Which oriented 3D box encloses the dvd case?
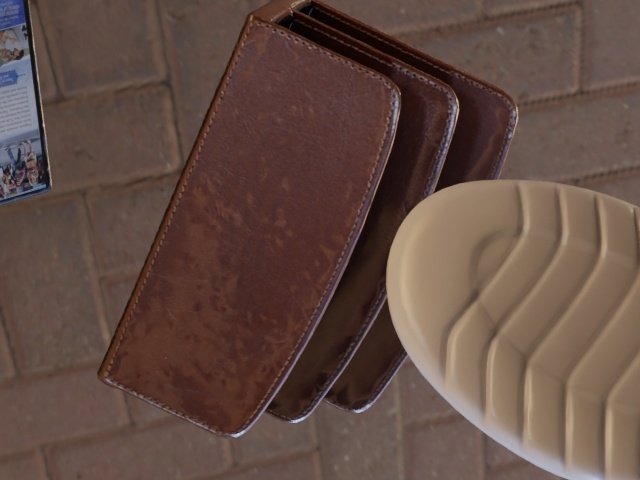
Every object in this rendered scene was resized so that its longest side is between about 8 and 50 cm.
[{"bbox_3d":[-0.370,-0.144,1.343,0.180,0.022,0.253,-20,121,-32],"label":"dvd case"}]

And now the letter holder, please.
[{"bbox_3d":[0.000,0.000,0.998,0.214,0.152,0.302,26,110,2],"label":"letter holder"}]

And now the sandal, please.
[{"bbox_3d":[0.231,0.095,0.789,0.416,0.102,0.169,21,70,9],"label":"sandal"}]
